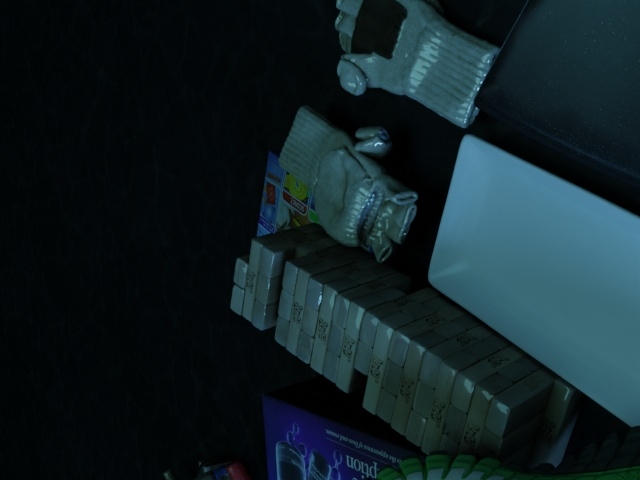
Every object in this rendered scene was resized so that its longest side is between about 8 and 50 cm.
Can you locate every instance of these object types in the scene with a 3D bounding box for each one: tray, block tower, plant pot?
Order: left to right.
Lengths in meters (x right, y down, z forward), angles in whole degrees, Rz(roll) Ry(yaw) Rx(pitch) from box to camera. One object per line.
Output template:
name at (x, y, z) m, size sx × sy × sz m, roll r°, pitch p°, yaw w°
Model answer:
block tower at (0.059, 0.089, 0.722) m, size 0.335 × 0.097 × 0.091 m, roll 29°, pitch 121°, yaw 36°
tray at (0.194, 0.030, 0.619) m, size 0.270 × 0.030 × 0.145 m, roll 37°, pitch 125°, yaw 44°
plant pot at (0.229, -0.111, 0.427) m, size 0.167 × 0.187 × 0.188 m, roll 46°, pitch 132°, yaw 23°

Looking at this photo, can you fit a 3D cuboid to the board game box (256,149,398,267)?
board game box at (0.000, 0.000, 0.875) m, size 0.201 × 0.035 × 0.136 m, roll 38°, pitch 126°, yaw 44°

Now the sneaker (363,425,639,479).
sneaker at (0.131, 0.226, 0.545) m, size 0.343 × 0.146 × 0.134 m, roll -24°, pitch 113°, yaw 34°

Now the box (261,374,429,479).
box at (0.056, 0.253, 0.797) m, size 0.261 × 0.103 × 0.184 m, roll 5°, pitch 103°, yaw 53°

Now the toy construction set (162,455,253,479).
toy construction set at (-0.149, 0.431, 1.055) m, size 0.309 × 0.257 × 0.237 m, roll -32°, pitch 87°, yaw 41°

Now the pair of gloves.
pair of gloves at (0.044, -0.116, 0.754) m, size 0.204 × 0.042 × 0.240 m, roll 52°, pitch 126°, yaw 38°
